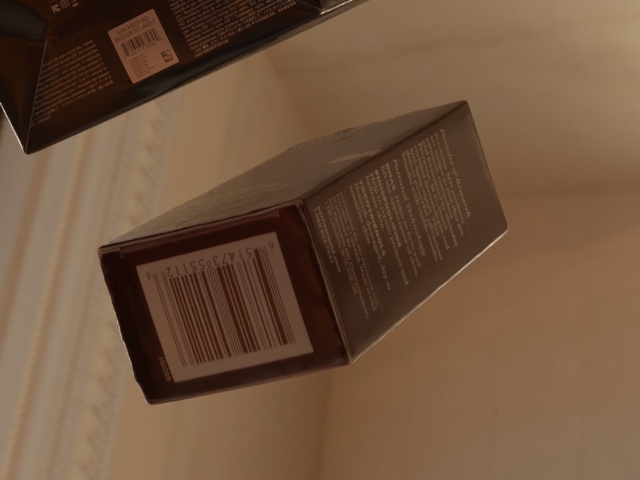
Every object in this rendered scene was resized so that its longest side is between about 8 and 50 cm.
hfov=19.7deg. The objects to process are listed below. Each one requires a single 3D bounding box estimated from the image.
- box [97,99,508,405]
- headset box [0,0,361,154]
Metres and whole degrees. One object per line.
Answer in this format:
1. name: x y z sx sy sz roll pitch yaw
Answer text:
1. box: 0.000 0.000 1.546 0.191 0.143 0.381 -14 -172 26
2. headset box: -0.035 -0.170 1.069 0.218 0.110 0.293 -21 -173 35
